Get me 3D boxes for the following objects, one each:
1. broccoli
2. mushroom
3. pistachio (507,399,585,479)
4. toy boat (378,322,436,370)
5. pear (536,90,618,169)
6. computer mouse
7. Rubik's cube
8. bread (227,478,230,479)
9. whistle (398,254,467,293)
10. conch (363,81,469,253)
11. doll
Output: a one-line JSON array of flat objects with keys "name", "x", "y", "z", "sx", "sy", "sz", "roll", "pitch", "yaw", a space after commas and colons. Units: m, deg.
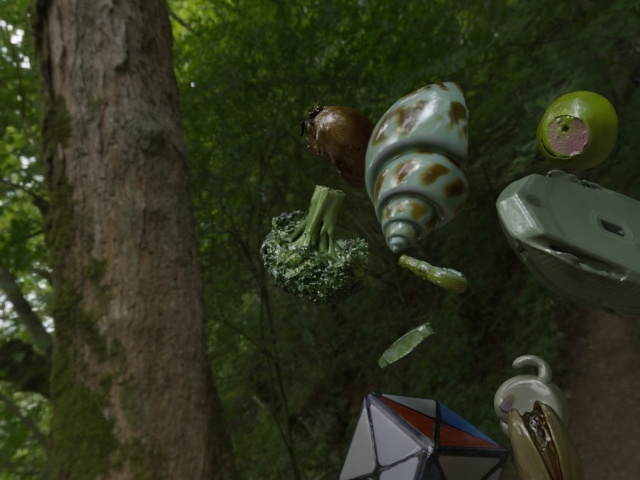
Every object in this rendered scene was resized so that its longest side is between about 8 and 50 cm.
[{"name": "broccoli", "x": 0.008, "y": 0.019, "z": 1.372, "sx": 0.249, "sy": 0.302, "sz": 0.375, "roll": 35, "pitch": 5, "yaw": -33}, {"name": "mushroom", "x": 0.071, "y": -0.309, "z": 1.563, "sx": 0.195, "sy": 0.283, "sz": 0.263, "roll": -54, "pitch": -6, "yaw": 24}, {"name": "pistachio", "x": 0.477, "y": 0.453, "z": 1.081, "sx": 0.129, "sy": 0.206, "sz": 0.131, "roll": -15, "pitch": -26, "yaw": 4}, {"name": "toy boat", "x": 0.357, "y": 0.456, "z": 2.144, "sx": 0.293, "sy": 0.093, "sz": 0.055, "roll": -41, "pitch": -27, "yaw": 17}, {"name": "pear", "x": 0.626, "y": -0.267, "z": 1.225, "sx": 0.219, "sy": 0.188, "sz": 0.187, "roll": -26, "pitch": 2, "yaw": -41}, {"name": "computer mouse", "x": 0.498, "y": 0.022, "z": 0.915, "sx": 0.428, "sy": 0.228, "sz": 0.145, "roll": 19, "pitch": -43, "yaw": -4}, {"name": "Rubik's cube", "x": 0.260, "y": 0.616, "z": 1.336, "sx": 0.307, "sy": 0.310, "sz": 0.305, "roll": 15, "pitch": 6, "yaw": -33}, {"name": "bread", "x": -0.207, "y": 0.612, "z": 1.109, "sx": 0.084, "sy": 0.139, "sz": 0.074, "roll": -30, "pitch": 4, "yaw": 13}, {"name": "whistle", "x": 0.294, "y": 0.081, "z": 1.329, "sx": 0.198, "sy": 0.057, "sz": 0.104, "roll": 27, "pitch": 6, "yaw": 39}, {"name": "conch", "x": 0.189, "y": -0.141, "z": 0.972, "sx": 0.197, "sy": 0.368, "sz": 0.249, "roll": 2, "pitch": -35, "yaw": -15}, {"name": "doll", "x": 0.678, "y": 0.566, "z": 1.619, "sx": 0.215, "sy": 0.370, "sz": 0.226, "roll": 16, "pitch": 51, "yaw": 34}]
